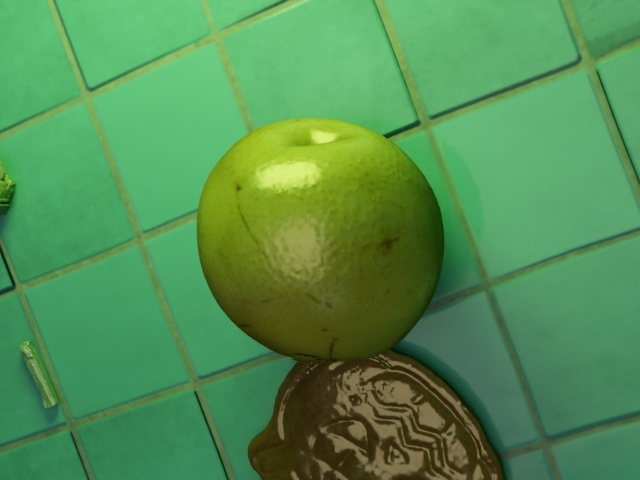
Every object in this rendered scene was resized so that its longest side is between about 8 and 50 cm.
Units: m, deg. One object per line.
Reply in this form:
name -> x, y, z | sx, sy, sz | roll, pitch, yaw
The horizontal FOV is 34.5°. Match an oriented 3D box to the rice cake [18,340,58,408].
rice cake -> -0.477, 0.227, 1.748 | 0.022, 0.021, 0.121 | -25, 89, 9

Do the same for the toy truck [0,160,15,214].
toy truck -> -0.594, -0.117, 1.708 | 0.191, 0.085, 0.116 | 29, 95, 9

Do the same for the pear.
pear -> 0.000, 0.000, 1.409 | 0.348, 0.348, 0.348 | 2, 98, 17

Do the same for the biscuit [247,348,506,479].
biscuit -> 0.080, 0.348, 1.568 | 0.385, 0.062, 0.365 | 40, 107, 9
